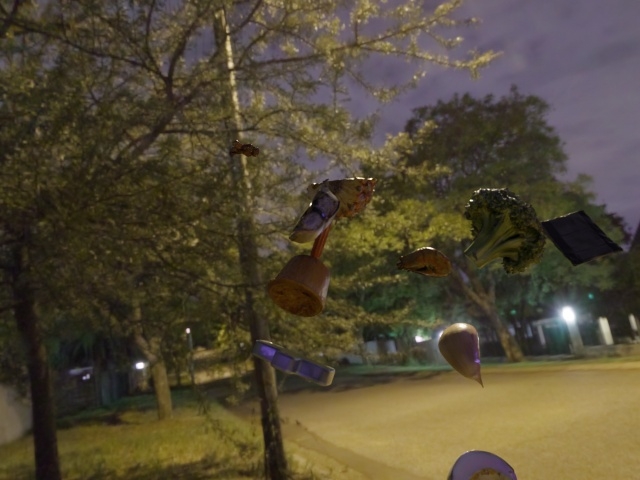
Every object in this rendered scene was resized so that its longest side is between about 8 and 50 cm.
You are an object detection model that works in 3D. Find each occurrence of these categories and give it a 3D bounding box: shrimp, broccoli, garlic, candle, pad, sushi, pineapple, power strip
[{"bbox_3d":[0.398,0.096,1.988,0.062,0.154,0.294,-49,17,-23],"label":"shrimp"},{"bbox_3d":[0.597,-0.025,1.650,0.235,0.288,0.260,8,-59,-46],"label":"broccoli"},{"bbox_3d":[0.498,0.384,1.750,0.145,0.164,0.245,-31,18,15],"label":"garlic"},{"bbox_3d":[0.000,0.000,2.018,0.048,0.051,0.329,-2,-46,-24],"label":"candle"},{"bbox_3d":[0.884,-0.012,1.721,0.174,0.233,0.022,-18,-50,0],"label":"pad"},{"bbox_3d":[-0.015,-0.071,1.799,0.109,0.273,0.134,33,-52,-5],"label":"sushi"},{"bbox_3d":[0.146,-0.168,2.283,0.344,0.209,0.286,-2,-2,42],"label":"pineapple"},{"bbox_3d":[-0.094,0.381,1.567,0.264,0.059,0.193,20,-8,16],"label":"power strip"}]

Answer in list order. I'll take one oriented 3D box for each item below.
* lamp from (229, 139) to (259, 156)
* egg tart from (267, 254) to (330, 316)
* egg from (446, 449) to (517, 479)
[{"bbox_3d":[-0.220,-0.262,1.465,0.083,0.031,0.063,8,-24,-18],"label":"lamp"},{"bbox_3d":[-0.063,0.141,1.659,0.202,0.147,0.203,14,-37,11],"label":"egg tart"},{"bbox_3d":[0.591,0.937,1.936,0.271,0.206,0.162,-23,-34,-25],"label":"egg"}]
